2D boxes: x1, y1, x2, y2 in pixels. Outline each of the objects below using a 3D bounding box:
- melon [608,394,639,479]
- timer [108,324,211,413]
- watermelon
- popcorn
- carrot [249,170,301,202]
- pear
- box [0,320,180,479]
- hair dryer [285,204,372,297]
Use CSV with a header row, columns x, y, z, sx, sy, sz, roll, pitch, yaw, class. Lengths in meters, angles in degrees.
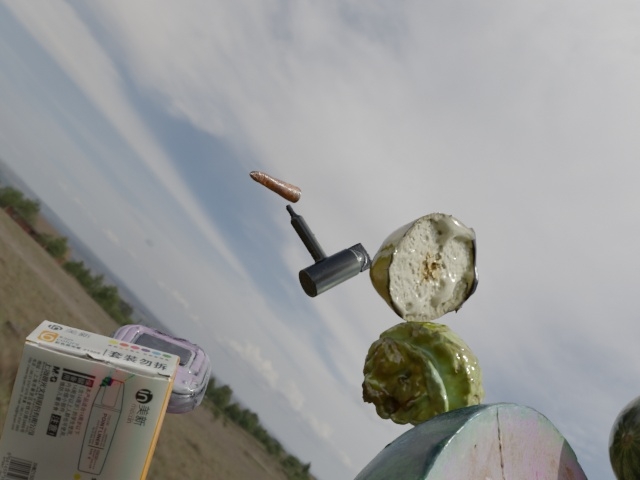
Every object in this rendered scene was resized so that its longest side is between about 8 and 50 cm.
x,y,z,sx,sy,sz,roll,pitch,yaw,class
0.538,0.307,0.795,0.302,0.237,0.237,19,-19,2,melon
-0.314,0.239,1.163,0.209,0.069,0.191,20,18,-8,timer
0.138,0.315,0.714,0.222,0.319,0.292,-22,-69,44,watermelon
0.185,0.247,1.111,0.221,0.204,0.184,15,-5,38,popcorn
-0.151,-0.181,1.943,0.057,0.057,0.224,30,4,42,carrot
0.203,0.043,1.348,0.178,0.267,0.267,24,-26,54,pear
-0.351,0.277,0.915,0.221,0.273,0.091,19,12,-10,box
0.000,0.000,1.565,0.248,0.196,0.078,58,-28,11,hair dryer
